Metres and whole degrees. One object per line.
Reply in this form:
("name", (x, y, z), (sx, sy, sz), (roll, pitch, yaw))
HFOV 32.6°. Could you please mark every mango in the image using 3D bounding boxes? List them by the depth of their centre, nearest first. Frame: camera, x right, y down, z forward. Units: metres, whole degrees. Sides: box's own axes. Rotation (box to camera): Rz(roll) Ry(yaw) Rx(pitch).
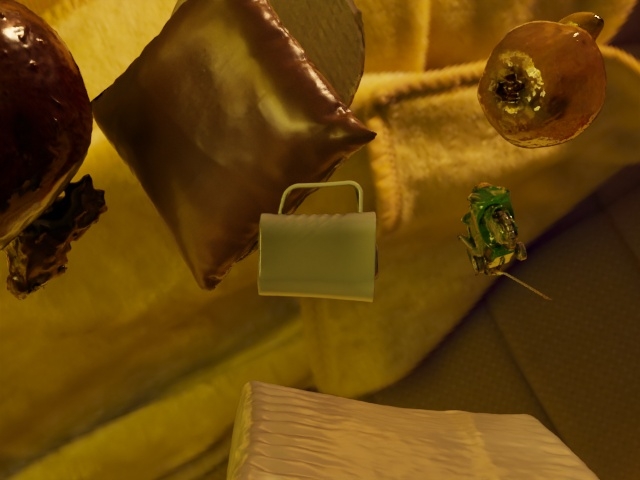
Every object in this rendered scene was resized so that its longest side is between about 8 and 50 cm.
("mango", (0.392, -0.289, 1.750), (0.098, 0.075, 0.190), (2, 147, -2))

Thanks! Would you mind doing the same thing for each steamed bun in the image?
("steamed bun", (-0.111, -0.341, 1.960), (0.375, 0.241, 0.374), (-12, 116, -24))

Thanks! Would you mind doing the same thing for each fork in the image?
("fork", (0.253, 0.052, 1.489), (0.039, 0.235, 0.021), (8, 103, -18))

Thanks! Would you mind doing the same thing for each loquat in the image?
("loquat", (0.322, -0.224, 1.592), (0.234, 0.176, 0.187), (-15, 118, -59))

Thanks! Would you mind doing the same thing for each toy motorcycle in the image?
("toy motorcycle", (0.223, -0.017, 1.447), (0.074, 0.106, 0.190), (-17, 166, -5))

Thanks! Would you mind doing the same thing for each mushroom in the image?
("mushroom", (-0.409, -0.122, 1.250), (0.331, 0.334, 0.356), (-48, 177, 14))

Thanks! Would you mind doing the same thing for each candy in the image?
("candy", (0.044, 0.179, 0.585), (0.208, 0.145, 0.358), (8, -177, -3))

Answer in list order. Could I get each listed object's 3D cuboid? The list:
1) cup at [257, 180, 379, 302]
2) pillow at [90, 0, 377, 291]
("cup", (0.000, 0.000, 1.157), (0.130, 0.128, 0.095), (1, -179, -2))
("pillow", (-0.122, -0.144, 1.320), (0.308, 0.305, 0.108), (-42, 164, 27))
